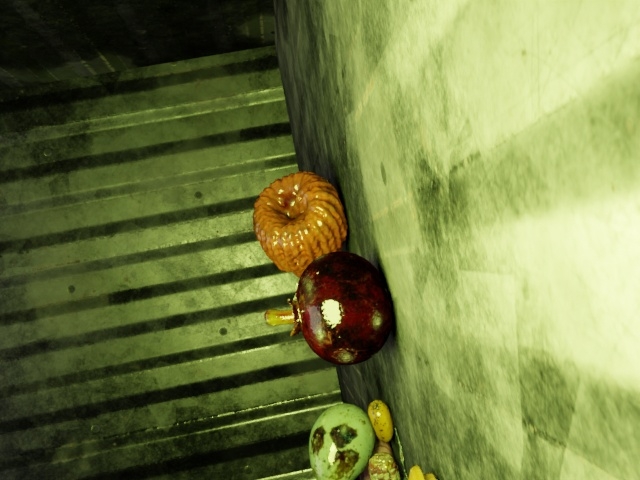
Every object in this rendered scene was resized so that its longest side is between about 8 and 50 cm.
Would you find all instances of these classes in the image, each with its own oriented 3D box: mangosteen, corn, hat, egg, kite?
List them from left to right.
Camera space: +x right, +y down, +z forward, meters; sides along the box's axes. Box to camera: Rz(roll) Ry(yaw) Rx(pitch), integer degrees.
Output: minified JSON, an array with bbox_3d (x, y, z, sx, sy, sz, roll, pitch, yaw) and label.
[{"bbox_3d":[0.000,0.000,1.847,0.400,0.285,0.285,46,-160,-42],"label":"hat"},{"bbox_3d":[0.014,0.144,1.308,0.235,0.261,0.236,171,90,-88],"label":"mangosteen"},{"bbox_3d":[0.052,0.529,1.635,0.169,0.169,0.231,83,-157,-44],"label":"egg"},{"bbox_3d":[0.174,0.652,1.594,0.079,0.079,0.237,-132,32,-82],"label":"corn"},{"bbox_3d":[0.207,0.574,1.530,0.229,0.012,0.250,94,166,-71],"label":"kite"}]

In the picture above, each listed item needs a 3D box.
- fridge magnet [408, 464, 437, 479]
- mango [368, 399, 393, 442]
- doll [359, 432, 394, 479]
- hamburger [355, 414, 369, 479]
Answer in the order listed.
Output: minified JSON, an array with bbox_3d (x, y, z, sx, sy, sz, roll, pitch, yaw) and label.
[{"bbox_3d":[0.189,0.474,1.128,0.143,0.063,0.143,171,90,-87],"label":"fridge magnet"},{"bbox_3d":[0.155,0.462,1.620,0.079,0.057,0.114,-143,39,-73],"label":"mango"},{"bbox_3d":[0.153,0.606,1.735,0.211,0.093,0.262,-98,10,-59],"label":"doll"},{"bbox_3d":[0.092,0.716,2.126,0.132,0.211,0.309,-98,-2,-63],"label":"hamburger"}]
